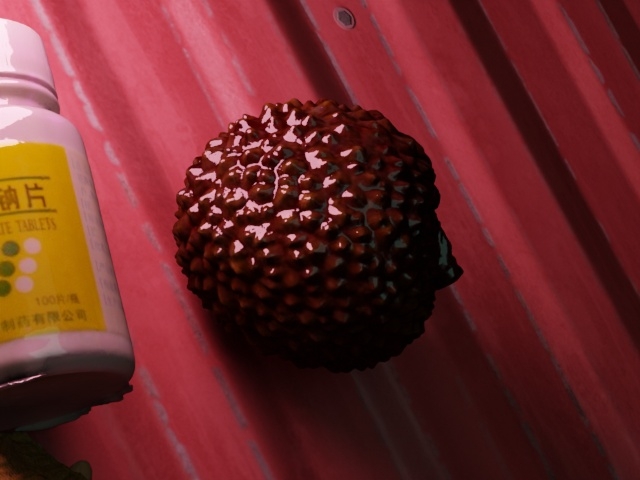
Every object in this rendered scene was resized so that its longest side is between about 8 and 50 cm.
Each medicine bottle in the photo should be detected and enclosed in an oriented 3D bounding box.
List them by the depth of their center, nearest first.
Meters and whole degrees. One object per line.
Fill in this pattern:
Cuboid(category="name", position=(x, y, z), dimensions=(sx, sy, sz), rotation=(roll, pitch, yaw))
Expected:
Cuboid(category="medicine bottle", position=(-0.322, -0.010, 1.519), dimensions=(0.213, 0.213, 0.379), rotation=(-2, 67, -38))

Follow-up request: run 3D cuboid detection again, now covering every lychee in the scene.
Cuboid(category="lychee", position=(0.000, 0.000, 1.707), dimensions=(0.330, 0.306, 0.306), rotation=(7, 60, -8))

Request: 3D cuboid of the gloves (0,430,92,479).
Cuboid(category="gloves", position=(-0.332, 0.287, 1.373), dimensions=(0.356, 0.155, 0.203), rotation=(-33, 116, -48))
